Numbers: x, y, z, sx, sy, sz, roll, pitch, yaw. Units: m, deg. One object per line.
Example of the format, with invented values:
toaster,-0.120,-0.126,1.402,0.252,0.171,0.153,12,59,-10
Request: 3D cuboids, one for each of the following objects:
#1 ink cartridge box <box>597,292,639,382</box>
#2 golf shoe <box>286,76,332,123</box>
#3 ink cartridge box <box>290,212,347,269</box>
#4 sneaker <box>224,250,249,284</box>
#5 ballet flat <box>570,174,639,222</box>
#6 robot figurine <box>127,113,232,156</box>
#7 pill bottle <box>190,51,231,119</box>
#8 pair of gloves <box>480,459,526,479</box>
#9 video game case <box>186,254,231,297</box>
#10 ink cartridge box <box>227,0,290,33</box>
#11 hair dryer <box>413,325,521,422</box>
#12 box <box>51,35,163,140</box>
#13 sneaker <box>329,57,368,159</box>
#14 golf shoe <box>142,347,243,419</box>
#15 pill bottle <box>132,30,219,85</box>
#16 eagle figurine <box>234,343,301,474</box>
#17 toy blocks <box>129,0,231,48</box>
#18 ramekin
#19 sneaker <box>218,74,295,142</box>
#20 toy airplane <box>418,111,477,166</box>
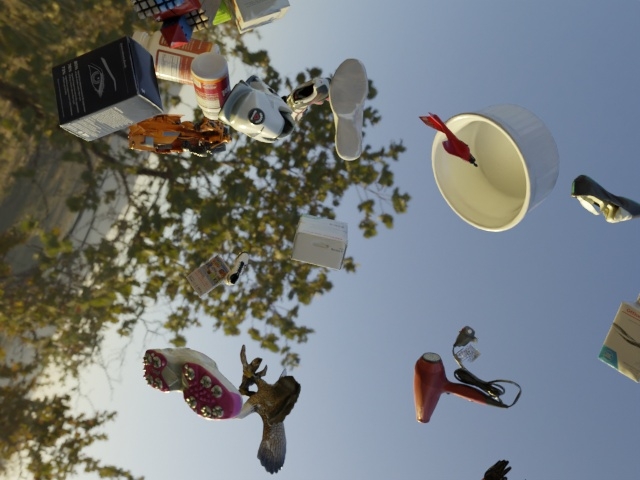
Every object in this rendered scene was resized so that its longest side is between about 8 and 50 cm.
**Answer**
ink cartridge box,0.690,0.201,1.326,0.104,0.060,0.180,36,-64,51
golf shoe,-0.082,-0.485,2.123,0.273,0.120,0.105,-29,-102,30
ink cartridge box,0.000,0.000,1.855,0.212,0.154,0.093,-83,-174,-74
sneaker,-0.230,0.081,1.736,0.109,0.040,0.044,-62,-156,-7
ballet flat,0.696,-0.086,1.496,0.074,0.203,0.074,-62,-174,12
robot figurine,-0.406,-0.316,1.808,0.211,0.291,0.085,-100,-168,-57
pill bottle,-0.255,-0.361,1.454,0.152,0.086,0.086,95,6,-60
pair of gloves,0.337,0.448,1.122,0.074,0.010,0.083,-49,-133,5
video game case,-0.340,0.108,1.886,0.122,0.087,0.011,-36,152,-9
ink cartridge box,-0.170,-0.625,1.517,0.127,0.176,0.128,-24,-170,-8
hair dryer,0.334,0.377,1.560,0.293,0.080,0.223,-46,-109,35
box,-0.478,-0.338,1.382,0.108,0.207,0.153,33,43,-71
sneaker,0.061,-0.286,1.317,0.094,0.080,0.212,-75,168,-63
golf shoe,-0.269,0.308,1.397,0.306,0.140,0.115,18,-74,36
pill bottle,-0.384,-0.481,1.621,0.121,0.216,0.121,-167,-90,-84
eagle figurine,-0.147,0.476,1.742,0.225,0.226,0.298,-45,-135,-10
toy blocks,-0.335,-0.572,1.298,0.191,0.381,0.261,-12,-137,16
ramekin,0.397,-0.173,1.387,0.135,0.277,0.277,-28,180,-28
sneaker,-0.127,-0.273,1.341,0.122,0.146,0.330,-58,-170,16
toy airplane,0.246,-0.193,1.164,0.028,0.151,0.151,-48,-155,22
